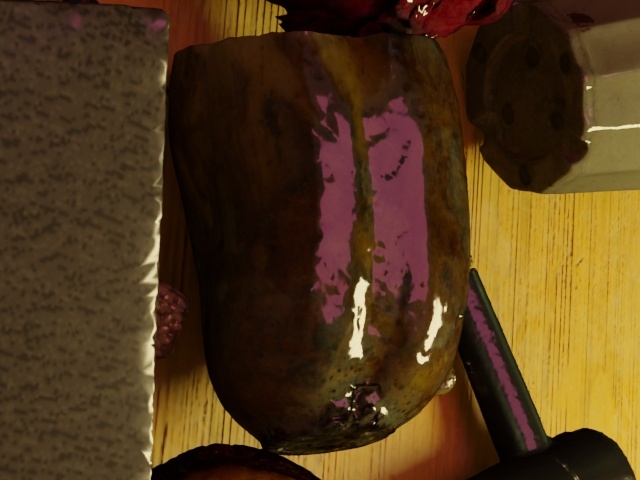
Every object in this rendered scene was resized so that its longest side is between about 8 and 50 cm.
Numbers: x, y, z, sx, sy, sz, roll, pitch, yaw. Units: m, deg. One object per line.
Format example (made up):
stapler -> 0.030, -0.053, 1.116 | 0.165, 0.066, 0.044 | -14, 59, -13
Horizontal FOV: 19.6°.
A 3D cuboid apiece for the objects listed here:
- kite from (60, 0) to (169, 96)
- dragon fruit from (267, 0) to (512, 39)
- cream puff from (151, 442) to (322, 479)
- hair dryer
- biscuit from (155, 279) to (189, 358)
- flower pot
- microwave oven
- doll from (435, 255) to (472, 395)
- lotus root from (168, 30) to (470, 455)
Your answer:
kite -> -0.173, -0.160, 1.514 | 0.190, 0.010, 0.159 | 21, 41, -63
dragon fruit -> 0.063, -0.314, 1.598 | 0.329, 0.329, 0.329 | 9, 77, -40
cream puff -> -0.074, 0.282, 1.439 | 0.239, 0.165, 0.239 | 13, 43, -12
hair dryer -> 0.142, 0.175, 1.725 | 0.244, 0.116, 0.302 | -17, 82, -42
biscuit -> -0.185, 0.042, 1.463 | 0.168, 0.082, 0.070 | 28, 67, -35
flower pot -> 0.300, -0.153, 1.811 | 0.259, 0.290, 0.290 | -9, 88, -32
microwave oven -> -0.302, 0.055, 1.194 | 0.374, 0.236, 0.432 | -4, 99, -40
doll -> 0.065, 0.040, 1.683 | 0.137, 0.097, 0.209 | 6, 66, -1
lotus root -> 0.000, 0.000, 1.522 | 0.250, 0.250, 0.346 | 5, 77, -40
